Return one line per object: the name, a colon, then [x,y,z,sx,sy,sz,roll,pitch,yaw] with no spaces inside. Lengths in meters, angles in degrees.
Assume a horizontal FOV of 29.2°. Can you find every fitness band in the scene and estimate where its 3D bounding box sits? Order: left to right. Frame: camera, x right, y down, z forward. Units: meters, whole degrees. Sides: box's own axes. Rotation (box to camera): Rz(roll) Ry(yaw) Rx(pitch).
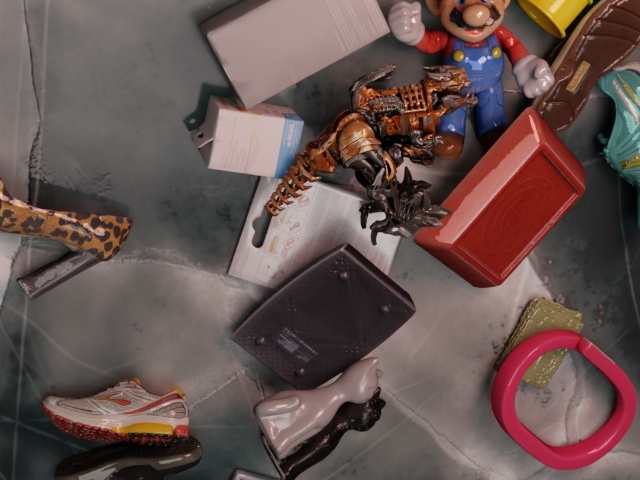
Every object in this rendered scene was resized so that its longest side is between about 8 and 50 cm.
fitness band: [0.404,0.266,2.042,0.209,0.054,0.291,-46,123,5]

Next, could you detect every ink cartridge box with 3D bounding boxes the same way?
ink cartridge box: [-0.109,-0.150,1.763,0.143,0.092,0.090,8,107,-17]
ink cartridge box: [0.000,0.000,1.876,0.232,0.066,0.189,20,104,0]

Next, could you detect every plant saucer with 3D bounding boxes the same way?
plant saucer: [0.287,-0.046,1.852,0.258,0.048,0.259,-49,147,6]

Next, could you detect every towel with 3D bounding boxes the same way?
towel: [0.362,0.169,2.028,0.110,0.027,0.148,22,102,-21]

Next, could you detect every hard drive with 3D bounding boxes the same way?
hard drive: [0.004,0.115,1.852,0.172,0.054,0.254,39,123,-18]

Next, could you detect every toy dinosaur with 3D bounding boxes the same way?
toy dinosaur: [0.076,-0.125,1.740,0.322,0.164,0.218,-20,114,23]

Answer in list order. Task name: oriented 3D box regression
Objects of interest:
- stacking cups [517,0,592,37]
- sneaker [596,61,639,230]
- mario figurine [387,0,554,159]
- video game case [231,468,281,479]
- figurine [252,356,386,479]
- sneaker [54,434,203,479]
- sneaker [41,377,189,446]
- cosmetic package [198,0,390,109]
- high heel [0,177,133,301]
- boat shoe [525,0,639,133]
stacking cups: [0.427,-0.443,1.804,0.096,0.096,0.316,42,91,-23]
sneaker: [0.491,-0.144,1.928,0.110,0.107,0.275,-8,107,10]
mario figurine: [0.214,-0.266,1.756,0.198,0.170,0.321,-26,123,-33]
video game case: [-0.080,0.481,2.030,0.201,0.023,0.183,19,104,-18]
figurine: [0.010,0.266,1.900,0.209,0.092,0.215,-27,154,-11]
sneaker: [-0.285,0.379,1.910,0.227,0.087,0.130,-17,114,-4]
sneaker: [-0.310,0.257,1.870,0.225,0.088,0.093,6,66,-5]
cosmetic package: [-0.038,-0.298,1.726,0.238,0.107,0.127,-26,113,-1]
high heel: [-0.392,-0.066,1.736,0.186,0.093,0.261,-32,111,-14]
boat shoe: [0.391,-0.285,1.838,0.095,0.095,0.257,32,106,-24]
